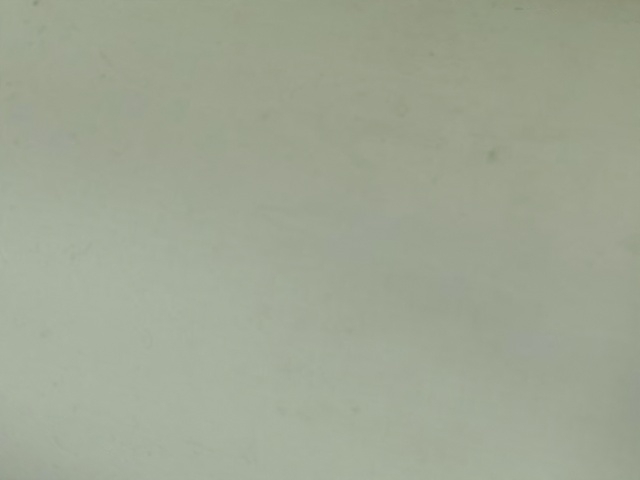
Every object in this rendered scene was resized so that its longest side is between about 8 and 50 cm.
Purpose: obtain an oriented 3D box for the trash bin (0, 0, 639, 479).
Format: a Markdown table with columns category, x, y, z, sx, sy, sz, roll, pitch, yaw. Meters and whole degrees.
| category | x | y | z | sx | sy | sz | roll | pitch | yaw |
| --- | --- | --- | --- | --- | --- | --- | --- | --- | --- |
| trash bin | 0.000 | 0.000 | 0.625 | 0.432 | 0.280 | 0.280 | 17 | 125 | 10 |
